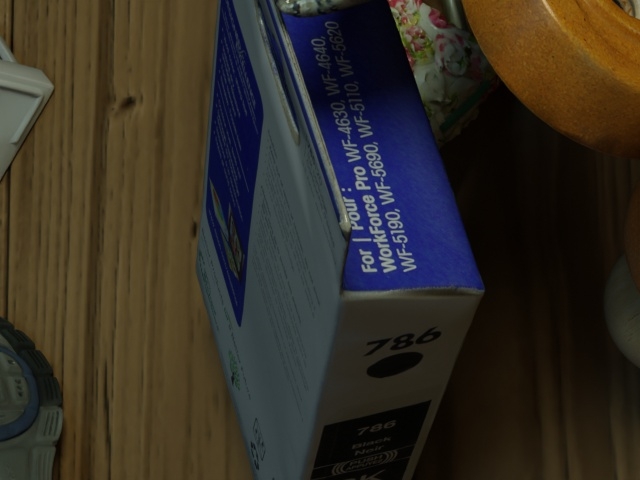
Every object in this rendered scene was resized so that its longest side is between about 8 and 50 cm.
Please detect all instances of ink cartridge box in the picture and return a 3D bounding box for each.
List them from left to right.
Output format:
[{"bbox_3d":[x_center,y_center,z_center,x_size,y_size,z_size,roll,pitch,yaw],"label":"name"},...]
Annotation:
[{"bbox_3d":[0.000,0.000,0.735,0.332,0.065,0.165,100,156,-63],"label":"ink cartridge box"}]

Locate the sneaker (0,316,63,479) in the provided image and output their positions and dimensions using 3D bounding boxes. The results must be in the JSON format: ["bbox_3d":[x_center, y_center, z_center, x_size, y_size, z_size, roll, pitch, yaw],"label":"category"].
[{"bbox_3d":[-0.196,0.158,1.003,0.129,0.111,0.297,-50,51,34],"label":"sneaker"}]

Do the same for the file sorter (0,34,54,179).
[{"bbox_3d":[-0.336,-0.051,1.115,0.277,0.193,0.173,-56,47,22],"label":"file sorter"}]

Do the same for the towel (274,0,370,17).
[{"bbox_3d":[0.133,-0.225,0.642,0.056,0.312,0.324,41,116,4],"label":"towel"}]

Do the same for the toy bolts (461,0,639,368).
[{"bbox_3d":[0.116,-0.069,0.687,0.158,0.218,0.228,-43,35,48],"label":"toy bolts"}]

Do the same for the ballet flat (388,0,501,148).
[{"bbox_3d":[0.016,-0.139,0.875,0.077,0.091,0.241,-29,63,3],"label":"ballet flat"}]
